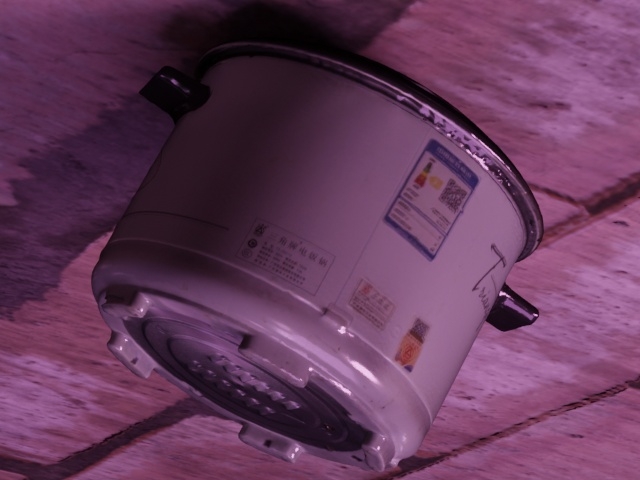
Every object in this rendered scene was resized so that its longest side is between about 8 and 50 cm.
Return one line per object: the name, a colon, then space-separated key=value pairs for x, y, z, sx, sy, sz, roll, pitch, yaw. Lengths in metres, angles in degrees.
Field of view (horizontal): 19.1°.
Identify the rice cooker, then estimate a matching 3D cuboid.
rice cooker: x=0.000 y=0.000 z=1.161 sx=0.280 sy=0.227 sz=0.241 roll=32 pitch=161 yaw=-10
